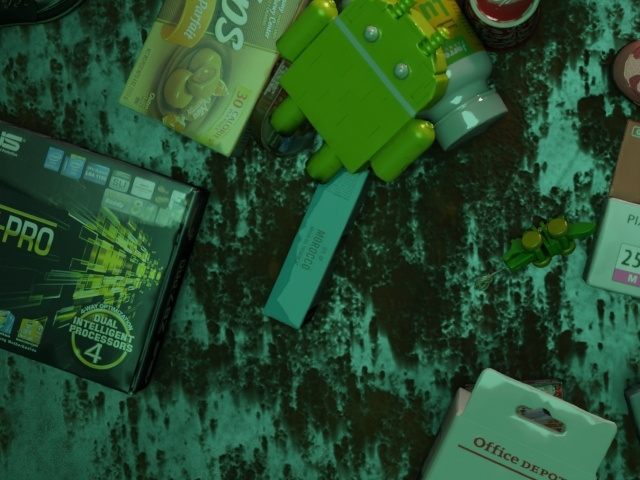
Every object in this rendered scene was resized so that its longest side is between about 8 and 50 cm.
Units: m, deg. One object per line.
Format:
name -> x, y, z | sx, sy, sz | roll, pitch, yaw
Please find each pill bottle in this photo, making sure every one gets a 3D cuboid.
pill bottle -> 0.145, -0.248, 1.462 | 0.136, 0.136, 0.245 | -32, 84, 8

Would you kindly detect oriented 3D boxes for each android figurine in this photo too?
android figurine -> 0.053, -0.202, 1.412 | 0.273, 0.056, 0.248 | -41, 80, 31

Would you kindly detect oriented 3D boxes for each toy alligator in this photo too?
toy alligator -> 0.294, 0.008, 1.535 | 0.190, 0.056, 0.051 | -27, 47, 10

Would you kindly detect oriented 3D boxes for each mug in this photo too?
mug -> 0.247, -0.336, 1.459 | 0.113, 0.169, 0.150 | 12, 95, 7

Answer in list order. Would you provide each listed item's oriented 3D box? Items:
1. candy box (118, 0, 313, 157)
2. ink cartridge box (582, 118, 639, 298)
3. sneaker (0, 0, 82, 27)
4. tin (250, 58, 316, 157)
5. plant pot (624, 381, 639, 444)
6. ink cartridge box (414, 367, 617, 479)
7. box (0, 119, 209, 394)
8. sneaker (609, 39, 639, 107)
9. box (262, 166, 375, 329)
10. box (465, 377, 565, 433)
candy box -> -0.135, -0.297, 1.554 | 0.183, 0.087, 0.316 | 27, 96, 4
ink cartridge box -> 0.527, -0.021, 1.496 | 0.275, 0.060, 0.239 | 14, 96, 7
sneaker -> -0.448, -0.356, 1.578 | 0.222, 0.118, 0.083 | -16, 91, 8
tin -> -0.029, -0.207, 1.538 | 0.040, 0.106, 0.189 | 36, 97, 36
plant pot -> 0.517, 0.283, 1.465 | 0.165, 0.166, 0.234 | -31, 82, 8
ink cartridge box -> 0.240, 0.348, 1.503 | 0.207, 0.119, 0.353 | 24, 103, 3
box -> -0.396, 0.013, 1.604 | 0.395, 0.097, 0.318 | 19, 93, 7
sneaker -> 0.545, -0.205, 1.443 | 0.314, 0.136, 0.116 | 18, 94, 6
box -> 0.000, 0.000, 1.547 | 0.060, 0.100, 0.244 | 25, 96, 7
box -> 0.279, 0.249, 1.559 | 0.137, 0.027, 0.094 | -4, 95, 8
